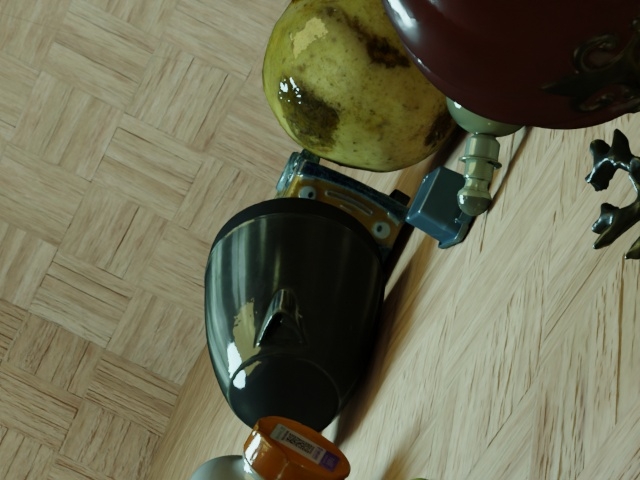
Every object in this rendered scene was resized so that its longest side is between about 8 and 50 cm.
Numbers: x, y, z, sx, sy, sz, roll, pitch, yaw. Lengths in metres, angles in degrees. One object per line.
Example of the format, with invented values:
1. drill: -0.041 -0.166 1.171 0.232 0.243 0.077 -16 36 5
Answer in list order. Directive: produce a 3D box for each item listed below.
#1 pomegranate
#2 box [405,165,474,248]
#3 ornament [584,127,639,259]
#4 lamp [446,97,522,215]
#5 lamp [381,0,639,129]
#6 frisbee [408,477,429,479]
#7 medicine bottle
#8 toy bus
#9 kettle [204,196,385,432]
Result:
1. pomegranate: 0.065 -0.214 2.275 0.281 0.281 0.281 -62 6 12
2. box: 0.127 -0.038 1.952 0.074 0.054 0.099 -63 5 -9
3. ornament: 0.233 -0.079 1.113 0.236 0.080 0.202 128 164 -62
4. lamp: 0.161 -0.104 1.871 0.091 0.091 0.163 152 129 -80
5. lamp: 0.178 -0.212 1.246 0.303 0.257 0.303 -32 -26 -18
6. frisbee: 0.031 0.297 1.526 0.236 0.017 0.236 -62 6 12
7. medicine bottle: -0.079 0.307 1.756 0.289 0.157 0.157 -62 6 15
8. toy bus: 0.000 0.000 2.396 0.194 0.162 0.323 -64 4 -2
9. kettle: -0.045 0.123 2.095 0.251 0.207 0.271 -52 19 30
